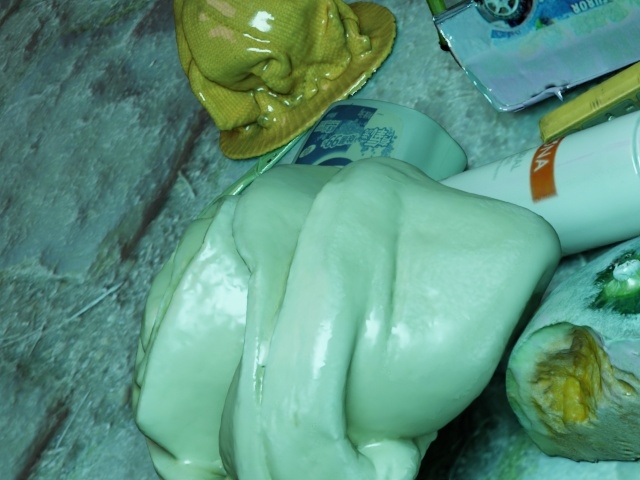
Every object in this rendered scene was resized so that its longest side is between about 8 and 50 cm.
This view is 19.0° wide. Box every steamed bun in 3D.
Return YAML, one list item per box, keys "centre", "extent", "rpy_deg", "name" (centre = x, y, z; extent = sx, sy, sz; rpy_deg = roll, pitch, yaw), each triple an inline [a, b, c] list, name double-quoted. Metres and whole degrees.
- centre: [-0.013, 0.078, 1.522]
  extent: [0.342, 0.255, 0.367]
  rpy_deg: [-55, 2, -18]
  name: "steamed bun"

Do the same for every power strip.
- centre: [0.271, -0.122, 1.685]
  extent: [0.178, 0.049, 0.028]
  rpy_deg: [-30, 39, 26]
  name: "power strip"

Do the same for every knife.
- centre: [-0.072, -0.074, 2.089]
  extent: [0.207, 0.014, 0.030]
  rpy_deg: [-44, 27, 3]
  name: "knife"

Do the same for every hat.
- centre: [-0.084, -0.251, 2.088]
  extent: [0.244, 0.233, 0.233]
  rpy_deg: [-2, 50, 53]
  name: "hat"

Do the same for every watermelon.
- centre: [0.263, 0.045, 1.374]
  extent: [0.322, 0.175, 0.188]
  rpy_deg: [-10, 47, 44]
  name: "watermelon"

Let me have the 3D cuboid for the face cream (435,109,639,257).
- centre: [0.218, -0.041, 1.605]
  extent: [0.345, 0.102, 0.102]
  rpy_deg: [-19, 40, 39]
  name: "face cream"

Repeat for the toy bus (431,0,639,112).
- centre: [0.261, -0.219, 1.722]
  extent: [0.317, 0.138, 0.112]
  rpy_deg: [-21, 9, 39]
  name: "toy bus"

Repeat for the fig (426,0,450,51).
- centre: [0.137, -0.324, 1.998]
  extent: [0.142, 0.148, 0.186]
  rpy_deg: [31, 55, 15]
  name: "fig"

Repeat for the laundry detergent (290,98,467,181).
- centre: [0.000, 0.000, 1.827]
  extent: [0.280, 0.105, 0.215]
  rpy_deg: [-55, 32, -12]
  name: "laundry detergent"
